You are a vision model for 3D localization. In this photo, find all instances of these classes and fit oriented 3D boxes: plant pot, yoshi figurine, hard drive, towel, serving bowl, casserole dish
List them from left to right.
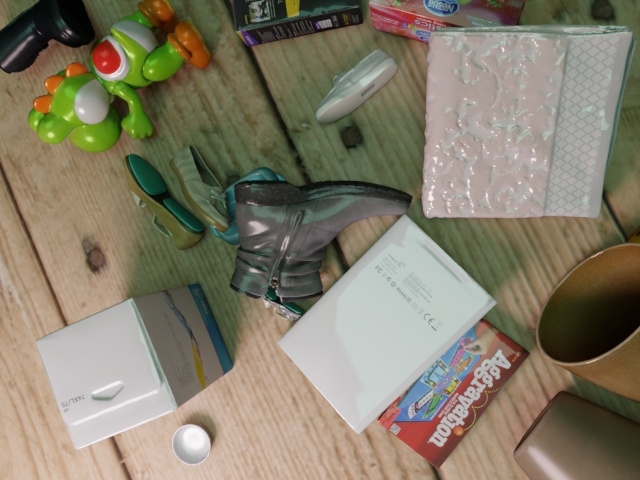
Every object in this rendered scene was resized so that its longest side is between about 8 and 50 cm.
[{"bbox_3d":[-0.402,-0.311,1.031,0.362,0.203,0.203,-41,125,-6],"label":"yoshi figurine"},{"bbox_3d":[-0.263,0.417,1.057,0.083,0.027,0.083,0,91,9],"label":"serving bowl"},{"bbox_3d":[-0.150,-0.070,1.032,0.188,0.037,0.114,-33,85,9],"label":"casserole dish"},{"bbox_3d":[0.119,0.156,0.970,0.353,0.047,0.233,-46,76,7],"label":"hard drive"},{"bbox_3d":[0.339,-0.191,0.878,0.316,0.053,0.332,2,115,9],"label":"towel"},{"bbox_3d":[0.462,0.377,0.847,0.229,0.263,0.263,37,96,26],"label":"plant pot"},{"bbox_3d":[0.541,0.171,0.838,0.254,0.237,0.237,36,96,-7],"label":"plant pot"}]

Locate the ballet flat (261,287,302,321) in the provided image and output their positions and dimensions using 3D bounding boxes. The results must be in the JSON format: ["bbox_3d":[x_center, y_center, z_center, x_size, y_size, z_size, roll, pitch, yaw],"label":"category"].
[{"bbox_3d":[-0.090,0.126,1.023,0.114,0.041,0.041,36,96,8],"label":"ballet flat"}]

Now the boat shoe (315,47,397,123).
[{"bbox_3d":[0.058,-0.300,0.984,0.184,0.066,0.063,-39,70,10],"label":"boat shoe"}]

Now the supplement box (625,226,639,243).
[{"bbox_3d":[0.729,0.044,0.806,0.356,0.195,0.194,39,96,6],"label":"supplement box"}]

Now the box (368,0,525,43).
[{"bbox_3d":[0.227,-0.428,0.919,0.256,0.128,0.123,19,95,9],"label":"box"}]

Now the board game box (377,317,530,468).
[{"bbox_3d":[0.250,0.279,0.972,0.145,0.027,0.281,36,96,6],"label":"board game box"}]

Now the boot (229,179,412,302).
[{"bbox_3d":[0.000,0.000,0.965,0.338,0.118,0.223,0,100,-2],"label":"boot"}]

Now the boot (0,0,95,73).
[{"bbox_3d":[-0.569,-0.406,1.033,0.207,0.094,0.246,-37,49,7],"label":"boot"}]

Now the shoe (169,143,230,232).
[{"bbox_3d":[-0.229,-0.105,0.995,0.058,0.076,0.219,-43,61,11],"label":"shoe"}]

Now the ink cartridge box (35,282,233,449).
[{"bbox_3d":[-0.324,0.214,0.944,0.198,0.270,0.197,-23,87,8],"label":"ink cartridge box"}]

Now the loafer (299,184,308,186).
[{"bbox_3d":[-0.047,-0.051,1.012,0.045,0.039,0.125,19,94,10],"label":"loafer"}]

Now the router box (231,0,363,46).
[{"bbox_3d":[-0.058,-0.560,0.989,0.242,0.081,0.309,-7,89,9],"label":"router box"}]

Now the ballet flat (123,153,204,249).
[{"bbox_3d":[-0.336,-0.074,1.045,0.232,0.080,0.073,48,112,7],"label":"ballet flat"}]
